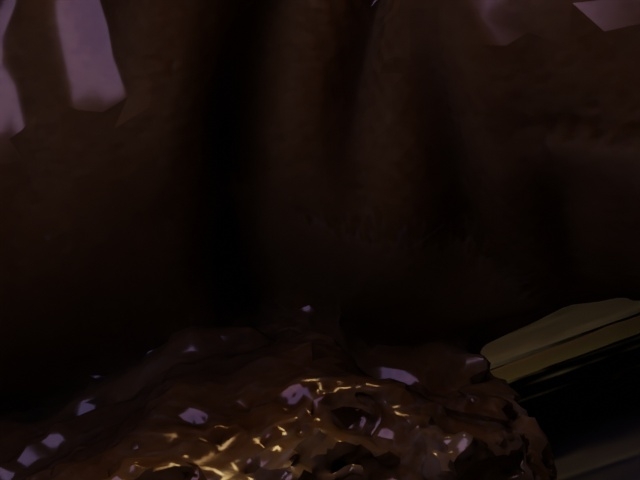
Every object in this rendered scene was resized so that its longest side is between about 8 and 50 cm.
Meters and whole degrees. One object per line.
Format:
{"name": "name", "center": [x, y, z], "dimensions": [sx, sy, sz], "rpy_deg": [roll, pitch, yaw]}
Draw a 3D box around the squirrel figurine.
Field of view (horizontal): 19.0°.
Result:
{"name": "squirrel figurine", "center": [0.000, 0.000, 0.565], "dimensions": [0.370, 0.281, 0.397], "rpy_deg": [7, 80, 20]}
